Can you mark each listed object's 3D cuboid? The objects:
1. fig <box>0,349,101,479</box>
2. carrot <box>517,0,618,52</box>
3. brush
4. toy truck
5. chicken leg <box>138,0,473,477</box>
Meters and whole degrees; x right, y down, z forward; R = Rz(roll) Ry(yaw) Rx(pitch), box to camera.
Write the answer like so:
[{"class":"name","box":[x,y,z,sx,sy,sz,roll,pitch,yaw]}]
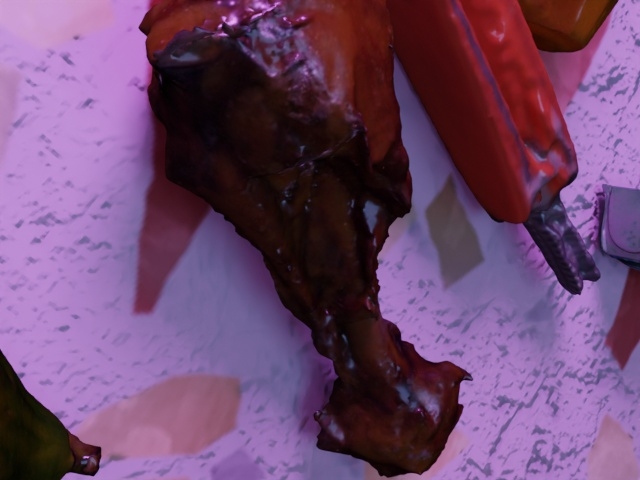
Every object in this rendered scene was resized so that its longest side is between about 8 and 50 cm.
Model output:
[{"class":"fig","box":[-0.149,0.071,0.361,0.117,0.117,0.177,-60,149,-11]},{"class":"carrot","box":[0.139,-0.188,0.532,0.082,0.082,0.173,18,92,-39]},{"class":"brush","box":[0.082,-0.078,0.520,0.051,0.070,0.323,-47,125,-16]},{"class":"toy truck","box":[0.239,-0.060,0.646,0.081,0.067,0.175,15,90,-38]},{"class":"chicken leg","box":[0.000,0.000,0.471,0.113,0.093,0.304,-25,124,-12]}]
